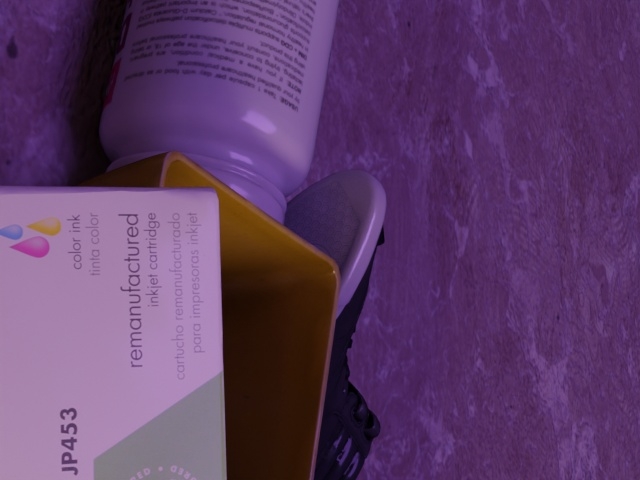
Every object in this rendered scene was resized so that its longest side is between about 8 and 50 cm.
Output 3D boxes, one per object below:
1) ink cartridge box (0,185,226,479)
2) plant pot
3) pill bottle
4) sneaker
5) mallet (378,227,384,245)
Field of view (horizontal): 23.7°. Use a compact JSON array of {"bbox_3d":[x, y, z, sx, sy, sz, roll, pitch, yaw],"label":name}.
[{"bbox_3d":[-0.230,0.078,0.737,0.354,0.119,0.207,-1,86,-22],"label":"ink cartridge box"},{"bbox_3d":[-0.130,0.085,1.005,0.212,0.187,0.212,35,56,-51],"label":"plant pot"},{"bbox_3d":[-0.076,-0.122,1.145,0.160,0.160,0.283,38,55,-51],"label":"pill bottle"},{"bbox_3d":[-0.003,0.089,1.195,0.147,0.105,0.295,20,99,-46],"label":"sneaker"},{"bbox_3d":[0.000,0.000,1.376,0.190,0.039,0.062,-31,108,-53],"label":"mallet"}]
